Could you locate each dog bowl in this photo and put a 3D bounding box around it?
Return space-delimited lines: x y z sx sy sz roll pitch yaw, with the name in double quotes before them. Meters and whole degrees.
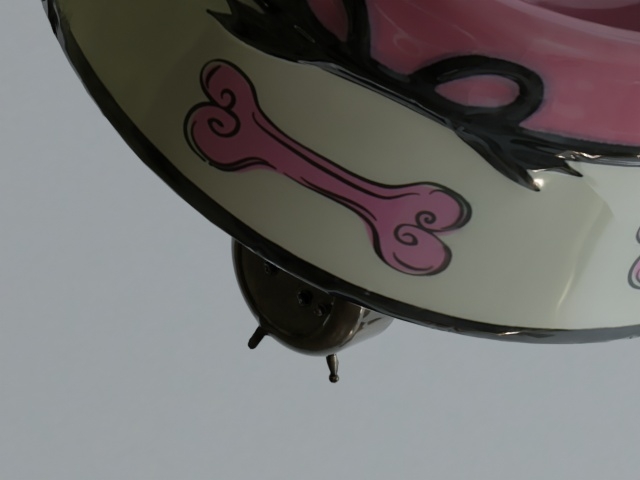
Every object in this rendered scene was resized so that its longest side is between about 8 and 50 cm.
"dog bowl" 0.085 -0.166 0.833 0.408 0.408 0.150 43 -36 12

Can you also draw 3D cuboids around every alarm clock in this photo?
"alarm clock" 0.000 0.000 1.322 0.129 0.064 0.192 44 -50 26
